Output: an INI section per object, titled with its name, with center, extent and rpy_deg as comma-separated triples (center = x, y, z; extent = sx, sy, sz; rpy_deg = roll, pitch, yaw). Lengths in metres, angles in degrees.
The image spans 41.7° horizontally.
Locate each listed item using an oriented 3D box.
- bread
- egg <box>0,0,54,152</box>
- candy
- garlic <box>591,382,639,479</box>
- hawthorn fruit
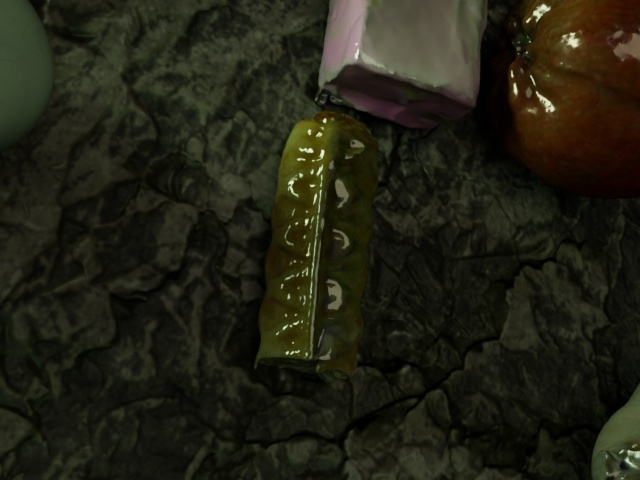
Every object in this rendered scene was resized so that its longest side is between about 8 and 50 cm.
[bread]
center = 0.001, 0.000, 0.820
extent = 0.087, 0.098, 0.270
rpy_deg = 35, 59, -60
[egg]
center = -0.342, -0.157, 0.654
extent = 0.264, 0.183, 0.183
rpy_deg = 18, 71, -13
[candy]
center = 0.094, -0.262, 0.907
extent = 0.155, 0.116, 0.265
rpy_deg = 13, 71, -17
[garlic]
center = 0.436, 0.268, 0.863
extent = 0.321, 0.241, 0.322
rpy_deg = 0, 88, -9
[hawthorn fruit]
center = 0.313, -0.174, 0.914
extent = 0.261, 0.258, 0.258
rpy_deg = 5, 74, 6
